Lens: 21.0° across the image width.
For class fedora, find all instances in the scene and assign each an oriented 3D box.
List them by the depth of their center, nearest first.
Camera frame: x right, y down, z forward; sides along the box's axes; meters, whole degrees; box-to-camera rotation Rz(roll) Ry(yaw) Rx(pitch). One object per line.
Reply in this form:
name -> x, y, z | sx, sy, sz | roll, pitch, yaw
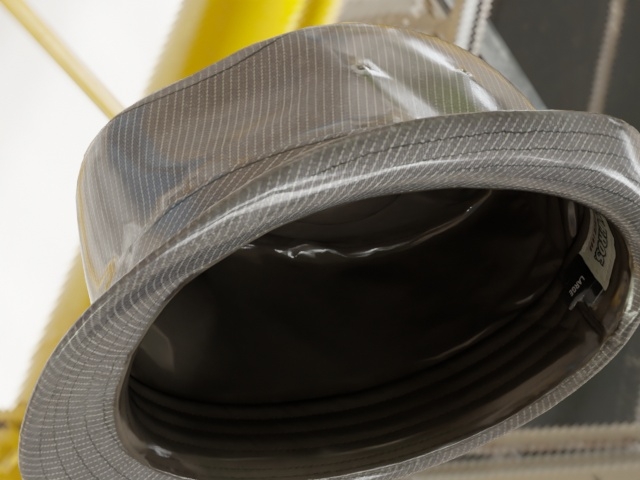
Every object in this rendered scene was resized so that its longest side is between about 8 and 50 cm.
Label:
fedora -> 0.000, 0.000, 0.686 | 0.275, 0.243, 0.124 | -9, -126, -23
